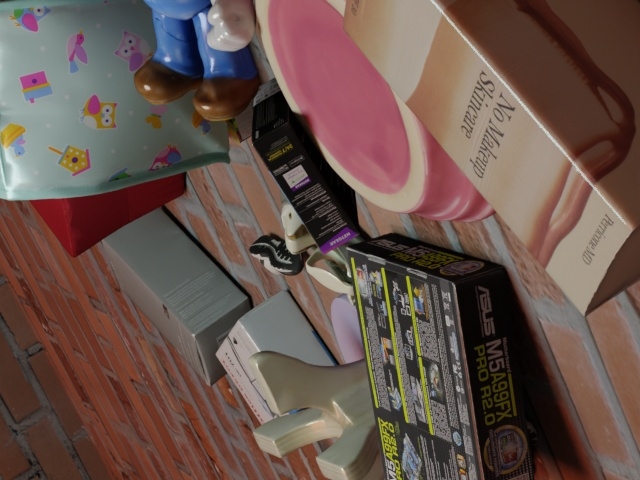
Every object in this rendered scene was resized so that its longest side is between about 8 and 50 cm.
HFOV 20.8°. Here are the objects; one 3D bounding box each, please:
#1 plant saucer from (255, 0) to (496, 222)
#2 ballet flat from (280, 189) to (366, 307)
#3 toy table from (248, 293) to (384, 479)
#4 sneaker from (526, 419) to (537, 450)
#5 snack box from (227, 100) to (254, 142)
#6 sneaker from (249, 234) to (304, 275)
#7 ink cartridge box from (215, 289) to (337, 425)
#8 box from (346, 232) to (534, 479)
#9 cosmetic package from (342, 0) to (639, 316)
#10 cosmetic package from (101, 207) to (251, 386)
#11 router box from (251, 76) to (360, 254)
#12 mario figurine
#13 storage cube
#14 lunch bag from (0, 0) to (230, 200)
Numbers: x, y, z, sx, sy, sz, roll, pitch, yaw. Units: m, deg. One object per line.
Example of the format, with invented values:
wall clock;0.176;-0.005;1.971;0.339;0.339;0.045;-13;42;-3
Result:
plant saucer;0.046;-0.151;1.530;0.332;0.084;0.332;47;157;27
ballet flat;0.000;0.000;1.890;0.213;0.068;0.072;44;156;36
toy table;0.040;0.209;1.973;0.274;0.161;0.252;60;160;-4
sneaker;0.183;0.216;1.809;0.170;0.068;0.071;99;150;-49
snack box;-0.126;-0.179;1.973;0.141;0.037;0.100;32;146;51
sneaker;-0.044;0.024;2.090;0.044;0.040;0.109;49;170;-27
ink cartridge box;-0.054;0.161;2.245;0.139;0.082;0.191;56;159;7
box;0.119;0.141;1.729;0.216;0.060;0.270;18;121;62
cosmetic package;0.157;-0.113;1.247;0.296;0.129;0.153;51;158;19
cosmetic package;-0.194;0.072;2.419;0.238;0.107;0.127;40;157;35
router box;-0.015;-0.079;1.707;0.133;0.046;0.179;57;-169;-18
mario figurine;-0.159;-0.263;1.635;0.170;0.198;0.320;-82;-15;-58
storage cube;-0.300;-0.127;2.252;0.215;0.183;0.193;50;160;21
lunch bag;-0.240;-0.169;1.840;0.160;0.262;0.223;27;124;54
